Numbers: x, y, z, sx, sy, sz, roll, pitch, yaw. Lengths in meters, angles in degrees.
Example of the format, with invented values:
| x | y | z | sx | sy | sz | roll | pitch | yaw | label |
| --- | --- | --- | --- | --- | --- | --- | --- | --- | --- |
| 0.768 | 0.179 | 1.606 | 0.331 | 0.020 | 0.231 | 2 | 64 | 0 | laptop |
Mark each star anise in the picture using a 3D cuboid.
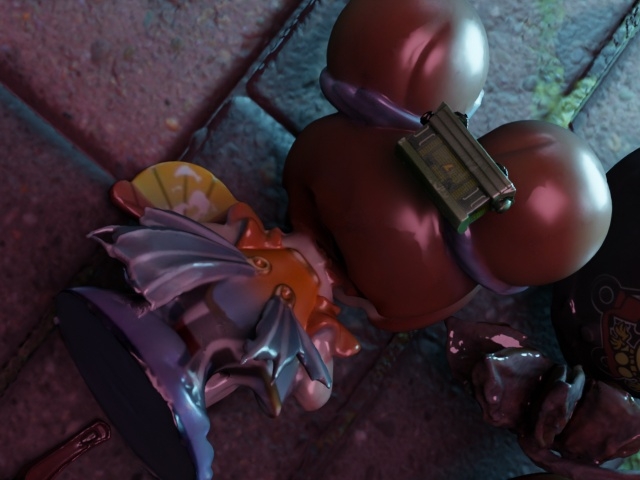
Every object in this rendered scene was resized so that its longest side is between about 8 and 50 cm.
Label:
| x | y | z | sx | sy | sz | roll | pitch | yaw | label |
| --- | --- | --- | --- | --- | --- | --- | --- | --- | --- |
| 0.192 | 0.139 | 1.435 | 0.209 | 0.231 | 0.089 | 26 | 96 | -30 | star anise |

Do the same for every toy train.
| x | y | z | sx | sy | sz | roll | pitch | yaw | label |
| --- | --- | --- | --- | --- | --- | --- | --- | --- | --- |
| 0.096 | -0.051 | 1.272 | 0.056 | 0.038 | 0.093 | -36 | 75 | -6 | toy train |

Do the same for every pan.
| x | y | z | sx | sy | sz | roll | pitch | yaw | label |
| --- | --- | --- | --- | --- | --- | --- | --- | --- | --- |
| -0.248 | 0.205 | 1.374 | 0.212 | 0.040 | 0.115 | -32 | 106 | -18 | pan |

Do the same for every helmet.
| x | y | z | sx | sy | sz | roll | pitch | yaw | label |
| --- | --- | --- | --- | --- | --- | --- | --- | --- | --- |
| 0.338 | 0.034 | 1.503 | 0.279 | 0.160 | 0.230 | -23 | 120 | -25 | helmet |

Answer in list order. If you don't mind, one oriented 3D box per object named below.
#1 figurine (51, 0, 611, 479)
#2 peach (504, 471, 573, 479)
| x | y | z | sx | sy | sz | roll | pitch | yaw | label |
| --- | --- | --- | --- | --- | --- | --- | --- | --- | --- |
| -0.001 | -0.001 | 1.376 | 0.388 | 0.248 | 0.276 | -32 | 77 | -21 | figurine |
| 0.190 | 0.318 | 1.446 | 0.252 | 0.252 | 0.252 | 0 | 90 | -22 | peach |
